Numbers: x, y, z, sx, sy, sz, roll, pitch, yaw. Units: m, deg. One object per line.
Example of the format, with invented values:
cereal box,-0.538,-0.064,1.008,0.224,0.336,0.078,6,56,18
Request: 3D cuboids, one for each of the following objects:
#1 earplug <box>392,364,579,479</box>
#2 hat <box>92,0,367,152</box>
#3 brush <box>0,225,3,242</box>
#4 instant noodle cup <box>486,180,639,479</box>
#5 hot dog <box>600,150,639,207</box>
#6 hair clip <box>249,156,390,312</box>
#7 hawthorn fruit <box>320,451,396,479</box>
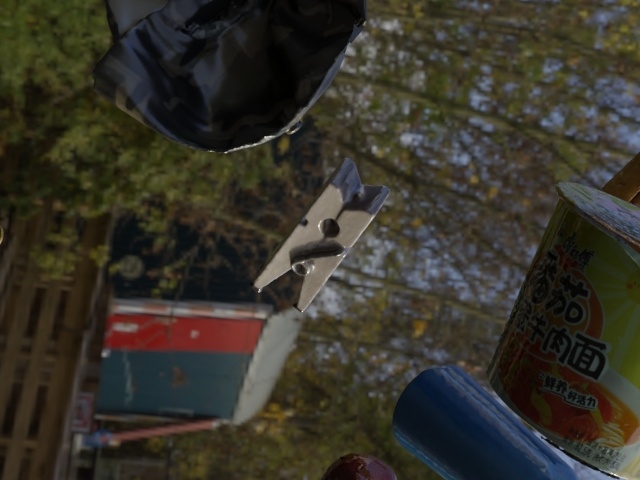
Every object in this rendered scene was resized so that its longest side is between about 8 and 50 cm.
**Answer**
earplug,0.220,0.278,1.380,0.273,0.132,0.132,37,-56,50
hat,-0.118,-0.298,1.407,0.381,0.366,0.257,-110,175,-63
brush,-0.678,-0.022,2.107,0.272,0.013,0.103,10,-94,47
instant noodle cup,0.292,0.089,1.029,0.264,0.264,0.200,-102,-143,-69
hot dog,0.526,-0.110,1.652,0.250,0.104,0.076,-42,-151,1
hair clip,-0.002,0.003,1.637,0.085,0.101,0.331,-52,180,-34
hawthorn fruit,0.067,0.482,2.044,0.188,0.169,0.169,35,60,-73
